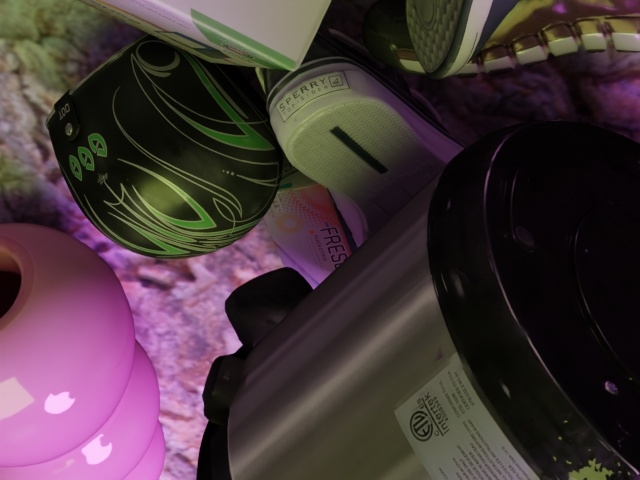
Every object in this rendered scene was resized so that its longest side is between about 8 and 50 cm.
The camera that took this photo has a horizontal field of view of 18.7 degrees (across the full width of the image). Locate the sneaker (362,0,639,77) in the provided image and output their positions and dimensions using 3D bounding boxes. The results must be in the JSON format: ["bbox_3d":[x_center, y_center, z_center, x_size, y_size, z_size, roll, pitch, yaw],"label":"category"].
[{"bbox_3d":[0.163,-0.213,1.367,0.281,0.106,0.163,-6,125,2],"label":"sneaker"}]

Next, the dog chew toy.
[{"bbox_3d":[-0.232,0.133,1.672,0.206,0.207,0.332,-10,143,14],"label":"dog chew toy"}]

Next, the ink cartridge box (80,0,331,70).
[{"bbox_3d":[-0.094,-0.187,1.313,0.154,0.212,0.093,25,90,-20],"label":"ink cartridge box"}]

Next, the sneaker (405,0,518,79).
[{"bbox_3d":[0.153,-0.190,1.279,0.163,0.086,0.226,-11,154,-21],"label":"sneaker"}]

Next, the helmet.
[{"bbox_3d":[-0.112,-0.064,1.476,0.161,0.169,0.169,51,126,2],"label":"helmet"}]

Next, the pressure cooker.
[{"bbox_3d":[0.114,0.160,1.392,0.375,0.370,0.420,24,131,-27],"label":"pressure cooker"}]

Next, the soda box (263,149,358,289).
[{"bbox_3d":[0.000,0.000,1.610,0.063,0.058,0.183,-9,134,13],"label":"soda box"}]

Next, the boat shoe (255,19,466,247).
[{"bbox_3d":[0.049,-0.079,1.489,0.121,0.119,0.335,-25,151,10],"label":"boat shoe"}]
